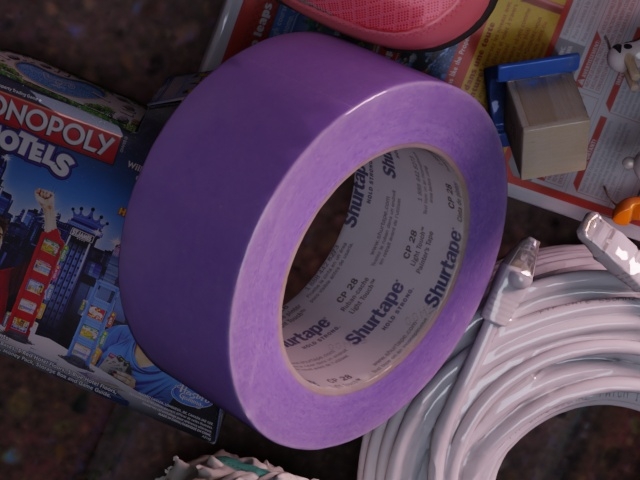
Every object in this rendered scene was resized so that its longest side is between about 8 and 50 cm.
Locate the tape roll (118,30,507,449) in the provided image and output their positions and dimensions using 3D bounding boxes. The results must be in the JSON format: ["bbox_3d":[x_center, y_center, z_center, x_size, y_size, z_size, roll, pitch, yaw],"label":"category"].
[{"bbox_3d":[0.000,0.000,0.829,0.189,0.080,0.189,-26,130,-36],"label":"tape roll"}]

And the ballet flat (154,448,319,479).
[{"bbox_3d":[-0.082,0.301,0.969,0.147,0.147,0.408,16,103,-11],"label":"ballet flat"}]

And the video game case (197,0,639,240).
[{"bbox_3d":[0.101,-0.129,0.904,0.285,0.025,0.204,18,105,-12],"label":"video game case"}]

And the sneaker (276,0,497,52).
[{"bbox_3d":[-0.043,-0.198,0.786,0.314,0.136,0.116,45,101,-7],"label":"sneaker"}]

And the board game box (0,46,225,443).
[{"bbox_3d":[-0.103,-0.021,0.883,0.194,0.060,0.194,24,111,-4],"label":"board game box"}]

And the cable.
[{"bbox_3d":[0.144,0.129,0.958,0.257,0.089,0.257,35,101,-16],"label":"cable"}]

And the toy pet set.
[{"bbox_3d":[0.147,-0.069,0.891,0.114,0.065,0.122,-9,141,-4],"label":"toy pet set"}]
